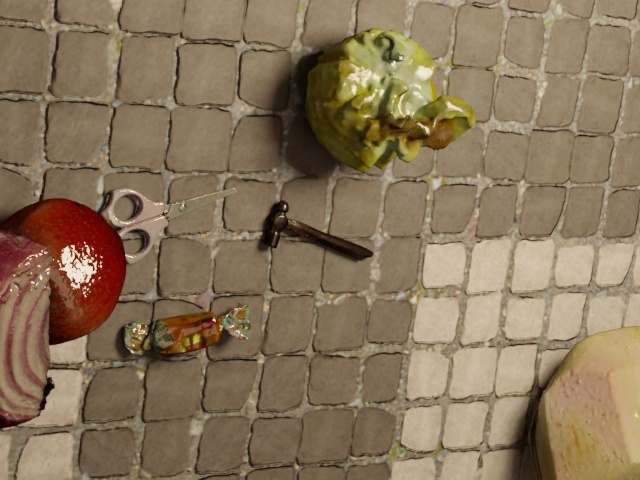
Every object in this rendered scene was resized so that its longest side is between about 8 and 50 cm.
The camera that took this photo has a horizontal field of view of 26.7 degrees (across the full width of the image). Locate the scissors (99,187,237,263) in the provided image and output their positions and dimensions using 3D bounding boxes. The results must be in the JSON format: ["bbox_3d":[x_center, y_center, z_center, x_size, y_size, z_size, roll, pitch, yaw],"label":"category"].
[{"bbox_3d":[-0.189,-0.038,1.712,0.189,0.015,0.100,-21,115,-27],"label":"scissors"}]

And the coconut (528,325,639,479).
[{"bbox_3d":[0.487,0.322,2.051,0.352,0.352,0.353,-9,108,-29],"label":"coconut"}]

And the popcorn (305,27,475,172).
[{"bbox_3d":[0.090,-0.179,1.740,0.198,0.212,0.198,-45,152,-33],"label":"popcorn"}]

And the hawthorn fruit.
[{"bbox_3d":[-0.304,0.033,1.579,0.188,0.169,0.169,-33,122,-50],"label":"hawthorn fruit"}]

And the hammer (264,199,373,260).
[{"bbox_3d":[0.000,0.000,1.835,0.178,0.021,0.065,21,92,-36],"label":"hammer"}]

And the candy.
[{"bbox_3d":[-0.166,0.118,1.748,0.182,0.046,0.053,-10,107,-27],"label":"candy"}]

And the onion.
[{"bbox_3d":[-0.424,0.106,1.477,0.247,0.111,0.250,9,114,9],"label":"onion"}]
